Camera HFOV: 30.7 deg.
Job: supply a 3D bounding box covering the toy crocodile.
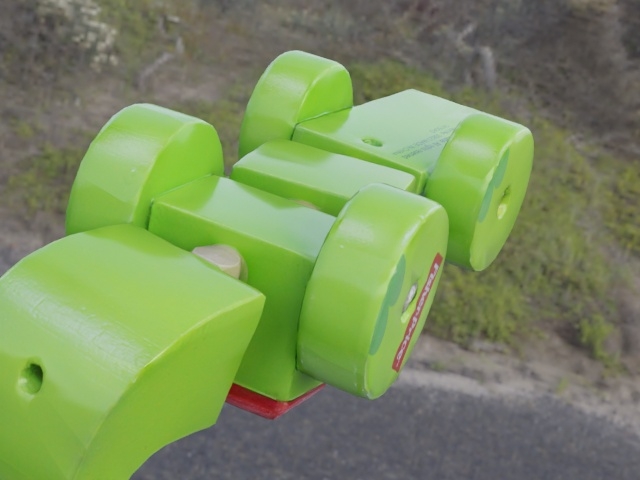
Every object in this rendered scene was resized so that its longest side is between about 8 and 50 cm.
[{"bbox_3d":[0.000,0.000,0.448,0.115,0.105,0.340,20,23,17],"label":"toy crocodile"}]
